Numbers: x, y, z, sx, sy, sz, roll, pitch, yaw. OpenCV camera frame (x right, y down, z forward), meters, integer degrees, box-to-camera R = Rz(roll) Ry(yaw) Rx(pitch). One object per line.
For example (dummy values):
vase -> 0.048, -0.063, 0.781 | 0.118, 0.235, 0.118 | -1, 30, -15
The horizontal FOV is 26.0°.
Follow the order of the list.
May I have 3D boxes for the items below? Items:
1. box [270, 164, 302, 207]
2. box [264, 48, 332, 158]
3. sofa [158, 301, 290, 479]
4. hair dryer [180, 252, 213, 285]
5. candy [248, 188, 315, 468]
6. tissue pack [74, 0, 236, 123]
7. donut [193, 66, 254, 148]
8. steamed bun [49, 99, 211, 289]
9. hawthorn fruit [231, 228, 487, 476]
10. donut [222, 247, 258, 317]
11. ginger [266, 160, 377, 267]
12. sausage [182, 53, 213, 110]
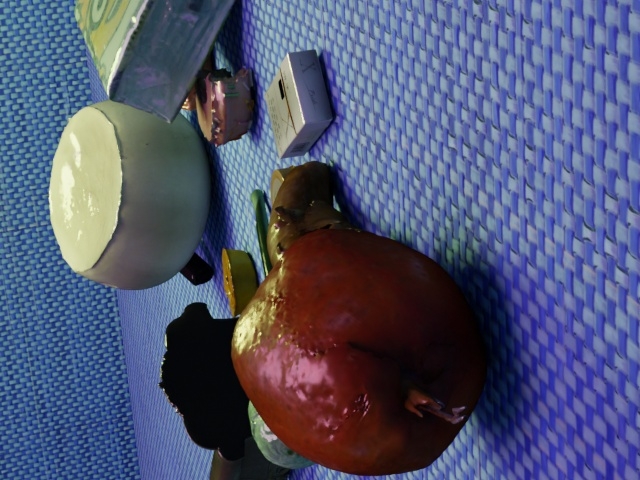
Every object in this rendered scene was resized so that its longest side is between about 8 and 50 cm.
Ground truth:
box -> -0.032, -0.039, 1.686 | 0.105, 0.037, 0.106 | 171, 90, -75
box -> -0.026, -0.153, 1.584 | 0.154, 0.040, 0.084 | 135, 126, -74
sofa -> -0.149, 0.242, 2.029 | 0.200, 0.182, 0.258 | 102, 154, -56
hair dryer -> -0.279, 0.011, 2.473 | 0.251, 0.197, 0.089 | 32, 136, 43
candy -> -0.052, 0.096, 1.784 | 0.119, 0.119, 0.440 | 97, 167, -48
tissue pack -> -0.241, -0.345, 1.982 | 0.228, 0.128, 0.311 | -59, 31, 21
donut -> -0.134, -0.186, 1.928 | 0.166, 0.065, 0.117 | -134, 40, -69
steamed bun -> -0.304, -0.078, 2.310 | 0.324, 0.206, 0.324 | -5, 84, 53
hawthorn fruit -> 0.048, 0.105, 1.161 | 0.299, 0.211, 0.211 | -148, 49, -60
donut -> -0.123, 0.059, 2.089 | 0.097, 0.043, 0.108 | 95, 161, -45
ginger -> 0.005, 0.014, 1.450 | 0.309, 0.107, 0.133 | -131, 20, -71
sausage -> -0.198, -0.287, 2.113 | 0.065, 0.065, 0.169 | -133, 37, -65
